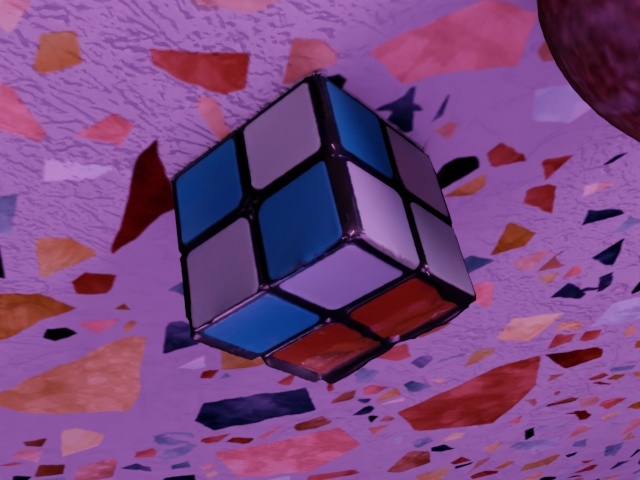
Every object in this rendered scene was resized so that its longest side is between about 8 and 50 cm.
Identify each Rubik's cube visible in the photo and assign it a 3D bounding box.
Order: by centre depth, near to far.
[{"bbox_3d":[0.000,-0.001,0.745,0.183,0.167,0.180,-35,140,28],"label":"Rubik's cube"}]

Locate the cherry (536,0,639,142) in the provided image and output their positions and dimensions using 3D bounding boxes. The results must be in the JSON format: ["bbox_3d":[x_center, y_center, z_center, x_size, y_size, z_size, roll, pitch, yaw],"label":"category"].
[{"bbox_3d":[0.268,-0.151,0.568,0.300,0.230,0.203,12,128,-11],"label":"cherry"}]
